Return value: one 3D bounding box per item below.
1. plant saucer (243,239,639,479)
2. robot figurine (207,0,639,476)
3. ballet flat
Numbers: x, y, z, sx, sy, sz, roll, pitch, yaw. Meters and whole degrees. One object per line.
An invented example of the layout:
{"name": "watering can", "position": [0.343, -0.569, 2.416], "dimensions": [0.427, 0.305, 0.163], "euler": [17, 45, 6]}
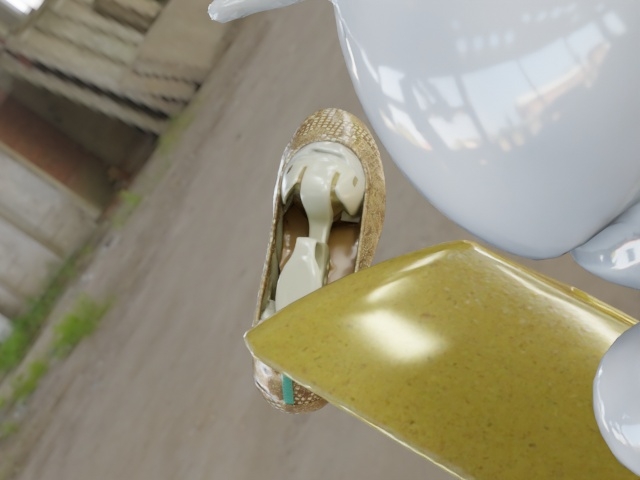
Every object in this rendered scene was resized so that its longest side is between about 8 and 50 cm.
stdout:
{"name": "plant saucer", "position": [0.173, 0.096, 0.633], "dimensions": [0.081, 0.333, 0.333], "euler": [-62, -21, 4]}
{"name": "robot figurine", "position": [0.155, -0.070, 0.389], "dimensions": [0.200, 0.353, 0.300], "euler": [124, 161, -68]}
{"name": "ballet flat", "position": [0.000, 0.000, 0.846], "dimensions": [0.067, 0.073, 0.206], "euler": [80, -166, -65]}
